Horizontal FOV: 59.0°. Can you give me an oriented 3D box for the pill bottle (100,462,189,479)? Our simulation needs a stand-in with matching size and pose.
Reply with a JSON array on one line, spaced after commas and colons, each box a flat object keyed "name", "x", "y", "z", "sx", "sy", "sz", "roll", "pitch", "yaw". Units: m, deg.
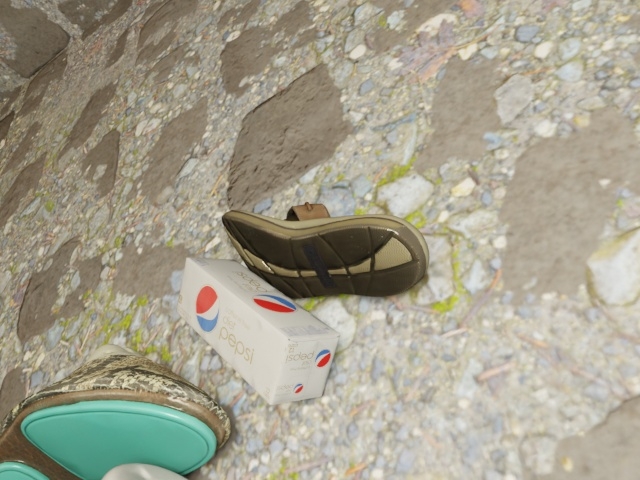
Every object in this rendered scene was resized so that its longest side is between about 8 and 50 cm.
[{"name": "pill bottle", "x": -0.194, "y": 0.355, "z": 0.477, "sx": 0.161, "sy": 0.161, "sz": 0.283, "roll": 27, "pitch": 80, "yaw": 46}]

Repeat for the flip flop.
[{"name": "flip flop", "x": 0.000, "y": 0.000, "z": 0.622, "sx": 0.277, "sy": 0.112, "sz": 0.080, "roll": -1, "pitch": 35, "yaw": 41}]

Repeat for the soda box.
[{"name": "soda box", "x": -0.078, "y": 0.089, "z": 0.621, "sx": 0.216, "sy": 0.069, "sz": 0.073, "roll": 29, "pitch": 108, "yaw": 47}]

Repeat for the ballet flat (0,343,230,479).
[{"name": "ballet flat", "x": -0.299, "y": 0.226, "z": 0.674, "sx": 0.483, "sy": 0.164, "sz": 0.182, "roll": -30, "pitch": 26, "yaw": 21}]
